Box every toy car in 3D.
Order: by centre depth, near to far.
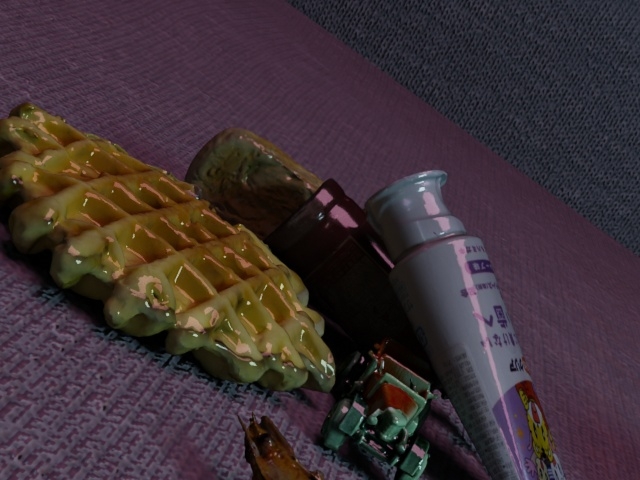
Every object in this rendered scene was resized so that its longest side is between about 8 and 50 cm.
[{"bbox_3d":[0.044,0.113,0.975,0.073,0.054,0.143,35,13,-2],"label":"toy car"}]

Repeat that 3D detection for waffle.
[{"bbox_3d":[-0.103,0.007,0.975,0.261,0.056,0.250,27,16,-39],"label":"waffle"}]

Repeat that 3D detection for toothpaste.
[{"bbox_3d":[0.117,0.096,1.017,0.299,0.073,0.114,67,17,14],"label":"toothpaste"}]

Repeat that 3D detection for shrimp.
[{"bbox_3d":[0.007,0.155,0.762,0.095,0.045,0.162,24,25,-44],"label":"shrimp"}]

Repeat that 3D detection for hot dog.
[{"bbox_3d":[0.000,0.000,1.182,0.242,0.084,0.073,36,10,1],"label":"hot dog"}]

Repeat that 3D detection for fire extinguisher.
[{"bbox_3d":[0.058,0.075,1.096,0.252,0.075,0.106,48,36,-2],"label":"fire extinguisher"}]
